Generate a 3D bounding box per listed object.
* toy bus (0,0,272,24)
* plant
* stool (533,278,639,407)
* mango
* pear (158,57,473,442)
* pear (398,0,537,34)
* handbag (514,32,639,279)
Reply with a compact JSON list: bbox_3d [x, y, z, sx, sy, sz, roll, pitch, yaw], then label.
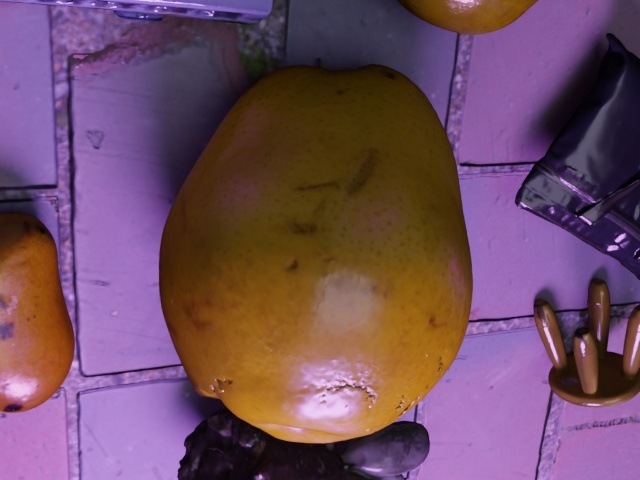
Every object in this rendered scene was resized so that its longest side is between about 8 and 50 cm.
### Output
[{"bbox_3d":[-0.198,-0.221,0.663,0.330,0.136,0.109,-2,110,-23],"label":"toy bus"},{"bbox_3d":[-0.012,0.244,0.942,0.275,0.149,0.146,8,152,-42],"label":"plant"},{"bbox_3d":[0.321,0.122,1.046,0.135,0.134,0.110,-48,134,-53],"label":"stool"},{"bbox_3d":[-0.279,0.067,0.780,0.115,0.090,0.178,-17,114,-29],"label":"mango"},{"bbox_3d":[0.004,0.010,0.795,0.285,0.285,0.336,48,49,-31],"label":"pear"},{"bbox_3d":[0.130,-0.259,0.784,0.162,0.149,0.148,16,105,-38],"label":"pear"},{"bbox_3d":[0.348,-0.075,0.985,0.254,0.089,0.211,27,94,-29],"label":"handbag"}]
